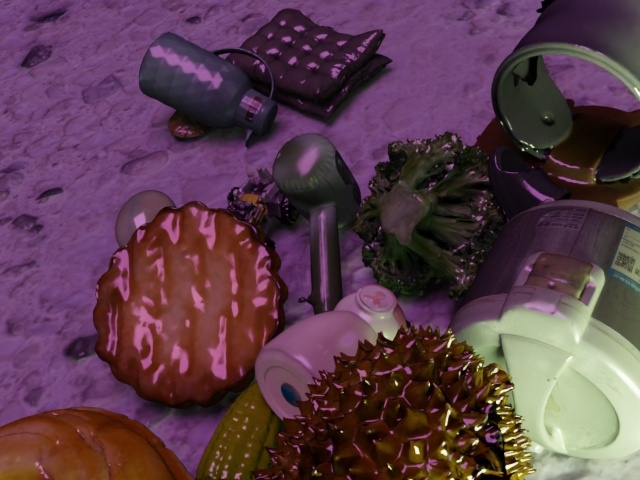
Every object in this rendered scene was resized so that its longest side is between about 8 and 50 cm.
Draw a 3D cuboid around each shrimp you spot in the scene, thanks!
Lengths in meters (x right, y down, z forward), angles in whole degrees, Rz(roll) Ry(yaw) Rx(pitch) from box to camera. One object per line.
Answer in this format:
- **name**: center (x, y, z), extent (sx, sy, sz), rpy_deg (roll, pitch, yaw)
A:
- **shrimp**: center (-0.256, -0.284, 1.676), extent (0.099, 0.041, 0.180), rpy_deg (31, 61, 33)

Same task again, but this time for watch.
- **watch**: center (0.410, -0.227, 1.233), extent (0.335, 0.326, 0.314), rpy_deg (24, 58, 33)

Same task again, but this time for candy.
- **candy**: center (-0.104, 0.278, 1.081), extent (0.097, 0.096, 0.209), rpy_deg (4, 43, 20)

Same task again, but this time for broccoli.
- **broccoli**: center (0.168, -0.042, 1.209), extent (0.261, 0.242, 0.269), rpy_deg (27, 105, 28)

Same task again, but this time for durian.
- **durian**: center (0.082, 0.289, 0.839), extent (0.384, 0.347, 0.348), rpy_deg (-49, 52, -7)

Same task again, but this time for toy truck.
- **toy truck**: center (-0.123, -0.048, 1.372), extent (0.136, 0.111, 0.285), rpy_deg (8, 51, 20)

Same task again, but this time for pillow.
- **pillow**: center (-0.034, -0.397, 1.679), extent (0.326, 0.101, 0.228), rpy_deg (26, 61, 36)

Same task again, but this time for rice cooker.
- **rice cooker**: center (0.314, 0.116, 0.974), extent (0.288, 0.288, 0.277), rpy_deg (16, 51, 28)

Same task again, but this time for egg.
- **egg**: center (-0.318, -0.030, 1.407), extent (0.114, 0.114, 0.152), rpy_deg (-3, 49, 14)

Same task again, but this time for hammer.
- **hammer**: center (0.000, 0.000, 1.271), extent (0.119, 0.206, 0.335), rpy_deg (-10, 64, 18)

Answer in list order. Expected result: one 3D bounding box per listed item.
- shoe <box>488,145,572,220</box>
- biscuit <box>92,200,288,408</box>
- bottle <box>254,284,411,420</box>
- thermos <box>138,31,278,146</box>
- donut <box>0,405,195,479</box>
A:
- **shoe**: center (0.347, -0.044, 1.161), extent (0.093, 0.241, 0.108), rpy_deg (-26, -4, 41)
- **biscuit**: center (-0.200, 0.102, 1.202), extent (0.326, 0.107, 0.325), rpy_deg (-4, 76, 18)
- **bottle**: center (0.034, 0.156, 1.093), extent (0.148, 0.147, 0.236), rpy_deg (25, 43, 33)
- **thermos**: center (-0.220, -0.328, 1.600), extent (0.287, 0.145, 0.182), rpy_deg (26, 90, 6)
- **donut**: center (-0.350, 0.410, 0.956), extent (0.449, 0.198, 0.448), rpy_deg (-9, 49, 11)
